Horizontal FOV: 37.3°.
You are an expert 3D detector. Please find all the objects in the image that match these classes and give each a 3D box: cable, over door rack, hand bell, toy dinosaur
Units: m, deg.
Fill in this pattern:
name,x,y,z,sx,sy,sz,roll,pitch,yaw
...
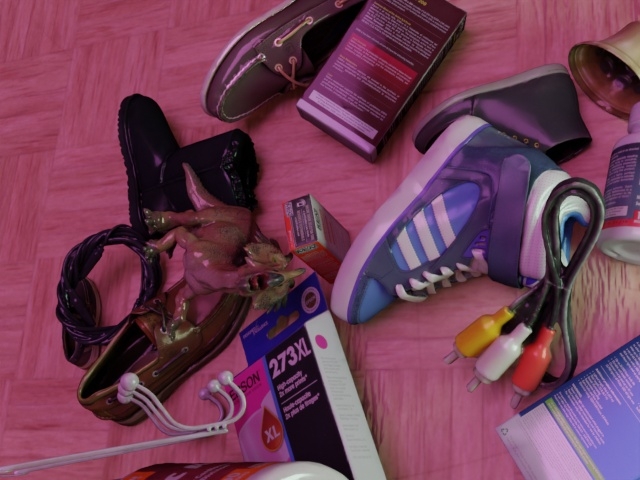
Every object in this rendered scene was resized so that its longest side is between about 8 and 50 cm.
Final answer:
name,x,y,z,sx,sy,sz,roll,pitch,yaw
cable,-0.315,0.065,1.415,0.150,0.047,0.185,9,91,4
over door rack,-0.266,0.238,1.166,0.324,0.239,0.108,-20,81,-16
hand bell,0.439,-0.276,1.193,0.242,0.126,0.126,-44,57,-11
toy dinosaur,-0.122,0.009,1.268,0.200,0.127,0.296,-13,42,3
cable,0.257,0.073,1.072,0.139,0.072,0.287,32,124,11

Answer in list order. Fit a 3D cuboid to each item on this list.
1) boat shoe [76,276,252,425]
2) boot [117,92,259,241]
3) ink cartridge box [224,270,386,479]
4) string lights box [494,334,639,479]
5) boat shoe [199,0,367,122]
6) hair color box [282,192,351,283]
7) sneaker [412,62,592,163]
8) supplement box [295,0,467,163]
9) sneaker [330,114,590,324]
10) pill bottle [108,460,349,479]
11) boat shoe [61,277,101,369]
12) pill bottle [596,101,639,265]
name,x,y,z,sx,sy,sz,roll,pitch,yaw
boat shoe,-0.214,0.133,1.335,0.110,0.104,0.307,37,88,35
boot,-0.195,-0.132,1.435,0.207,0.094,0.247,-16,71,24
ink cartridge box,-0.025,0.235,1.197,0.176,0.069,0.371,-40,53,34
string lights box,0.342,0.199,1.050,0.259,0.077,0.133,-35,60,10
boat shoe,-0.036,-0.285,1.403,0.324,0.116,0.097,-42,58,-5
hair color box,0.000,0.000,1.260,0.043,0.141,0.072,-18,63,16
sneaker,0.232,-0.138,1.234,0.222,0.083,0.118,-23,62,16
supplement box,0.086,-0.245,1.331,0.130,0.073,0.239,35,88,8
sneaker,0.183,0.029,1.168,0.236,0.130,0.323,40,102,22
pill bottle,-0.135,0.364,1.073,0.392,0.224,0.224,-16,61,47
boat shoe,-0.369,0.120,1.450,0.056,0.049,0.152,-22,62,17
pill bottle,0.391,-0.069,1.113,0.108,0.108,0.180,6,73,28
